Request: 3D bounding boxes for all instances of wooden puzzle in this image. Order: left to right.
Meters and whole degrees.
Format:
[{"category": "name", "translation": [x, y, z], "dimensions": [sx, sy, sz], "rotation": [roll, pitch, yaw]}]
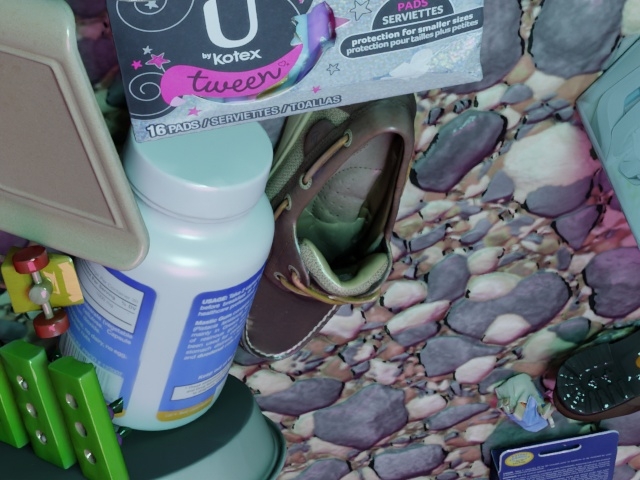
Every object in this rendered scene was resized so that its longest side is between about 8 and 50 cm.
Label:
[{"category": "wooden puzzle", "translation": [-0.234, -0.097, 1.079], "dimensions": [0.221, 0.044, 0.238], "rotation": [17, 141, 25]}]

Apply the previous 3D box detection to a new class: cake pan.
[{"category": "cake pan", "translation": [-0.178, 0.184, 1.307], "dimensions": [0.293, 0.293, 0.054], "rotation": [-10, 109, -4]}]

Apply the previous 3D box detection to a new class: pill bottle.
[{"category": "pill bottle", "translation": [-0.123, 0.017, 1.217], "dimensions": [0.152, 0.152, 0.272], "rotation": [4, 133, -18]}]

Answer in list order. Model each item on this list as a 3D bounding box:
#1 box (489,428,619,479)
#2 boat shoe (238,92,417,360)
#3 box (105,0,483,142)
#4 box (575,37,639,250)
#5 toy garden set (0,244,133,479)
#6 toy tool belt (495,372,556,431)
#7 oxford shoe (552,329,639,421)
[{"category": "box", "translation": [0.258, 0.278, 1.670], "dimensions": [0.136, 0.036, 0.225], "rotation": [-9, 138, -6]}, {"category": "boat shoe", "translation": [0.000, 0.000, 1.251], "dimensions": [0.123, 0.123, 0.342], "rotation": [9, 132, -23]}, {"category": "box", "translation": [-0.024, -0.187, 1.021], "dimensions": [0.247, 0.163, 0.142], "rotation": [-11, 138, -4]}, {"category": "box", "translation": [0.370, -0.032, 1.237], "dimensions": [0.262, 0.231, 0.127], "rotation": [21, 127, -31]}, {"category": "toy garden set", "translation": [-0.252, 0.080, 1.227], "dimensions": [0.049, 0.244, 0.203], "rotation": [-34, 122, -36]}, {"category": "toy tool belt", "translation": [0.219, 0.178, 1.545], "dimensions": [0.052, 0.051, 0.083], "rotation": [-37, 133, 23]}, {"category": "oxford shoe", "translation": [0.343, 0.130, 1.524], "dimensions": [0.227, 0.082, 0.096], "rotation": [-12, 159, -5]}]
